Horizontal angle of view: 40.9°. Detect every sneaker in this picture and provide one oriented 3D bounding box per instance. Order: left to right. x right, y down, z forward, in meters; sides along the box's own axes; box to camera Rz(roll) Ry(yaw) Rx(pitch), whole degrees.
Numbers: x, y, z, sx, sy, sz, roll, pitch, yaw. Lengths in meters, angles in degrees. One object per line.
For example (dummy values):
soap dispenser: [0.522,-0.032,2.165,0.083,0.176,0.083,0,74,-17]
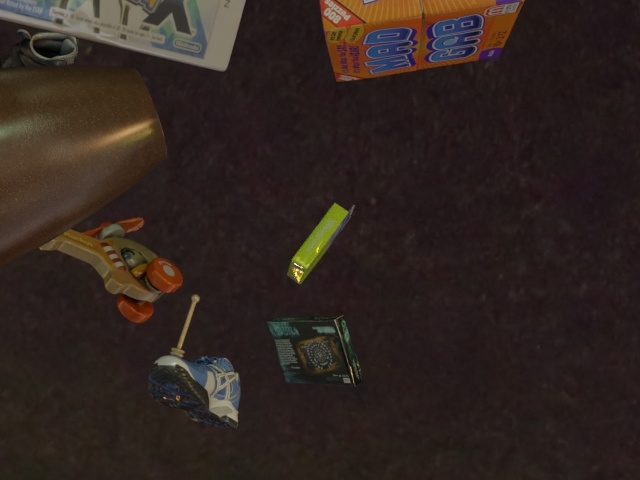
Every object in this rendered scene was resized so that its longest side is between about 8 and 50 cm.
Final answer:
sneaker: [-0.454,-0.282,1.568,0.268,0.101,0.153,27,135,-23]
sneaker: [-0.166,0.189,1.155,0.080,0.081,0.211,4,155,18]

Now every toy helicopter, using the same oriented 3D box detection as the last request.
toy helicopter: [-0.479,0.017,1.870,0.355,0.235,0.140,27,119,-39]

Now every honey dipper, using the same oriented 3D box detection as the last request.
honey dipper: [-0.289,0.190,1.822,0.030,0.161,0.030,14,164,4]

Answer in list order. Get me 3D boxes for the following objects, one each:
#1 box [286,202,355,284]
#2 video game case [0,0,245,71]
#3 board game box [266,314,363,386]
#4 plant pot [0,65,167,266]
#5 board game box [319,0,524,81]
box: [0.000,0.000,1.800,0.042,0.178,0.109,35,159,5]
video game case: [-0.188,-0.358,0.931,0.036,0.300,0.329,27,-164,37]
board game box: [-0.012,0.197,1.537,0.186,0.026,0.126,-7,103,47]
plant pot: [-0.294,-0.101,0.931,0.230,0.215,0.215,-21,142,-17]
board game box: [0.170,-0.549,1.670,0.356,0.356,0.356,-8,175,4]
